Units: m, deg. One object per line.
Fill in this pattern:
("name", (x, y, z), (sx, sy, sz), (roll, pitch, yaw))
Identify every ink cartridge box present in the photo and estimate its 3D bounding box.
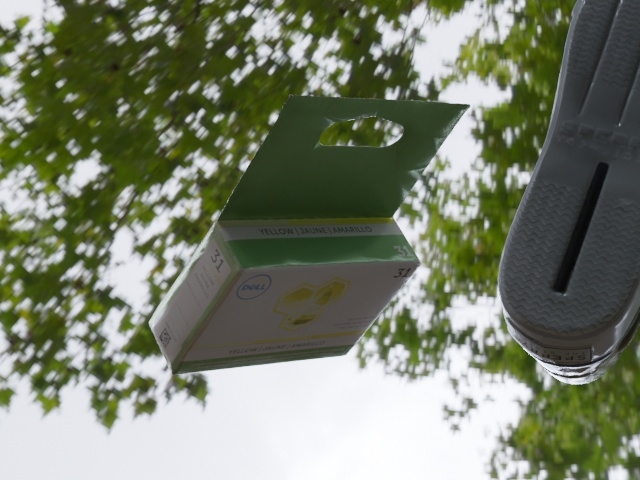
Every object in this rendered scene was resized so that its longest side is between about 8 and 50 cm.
("ink cartridge box", (0.000, 0.000, 1.040), (0.235, 0.171, 0.056), (-53, -127, 37))

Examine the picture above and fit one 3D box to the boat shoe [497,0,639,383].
("boat shoe", (0.177, -0.061, 0.825), (0.109, 0.094, 0.302), (22, -107, 19))
